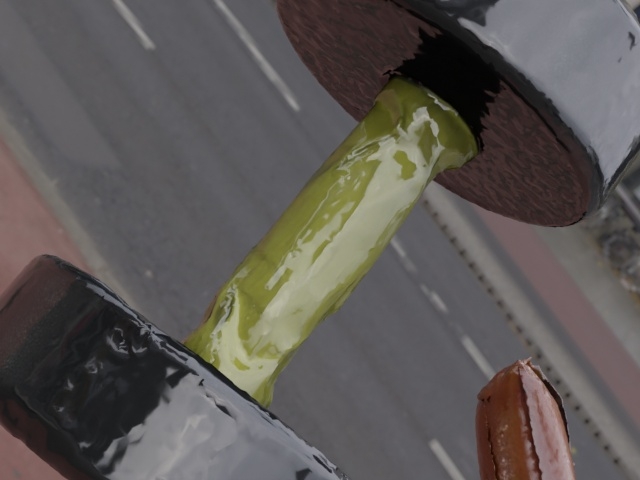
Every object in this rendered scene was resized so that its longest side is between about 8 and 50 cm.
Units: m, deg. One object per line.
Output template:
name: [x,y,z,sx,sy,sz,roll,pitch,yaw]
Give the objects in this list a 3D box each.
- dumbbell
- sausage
dumbbell: [0.000,0.000,0.621,0.204,0.322,0.204,36,-12,9]
sausage: [0.209,0.279,1.216,0.102,0.102,0.330,12,68,-70]
